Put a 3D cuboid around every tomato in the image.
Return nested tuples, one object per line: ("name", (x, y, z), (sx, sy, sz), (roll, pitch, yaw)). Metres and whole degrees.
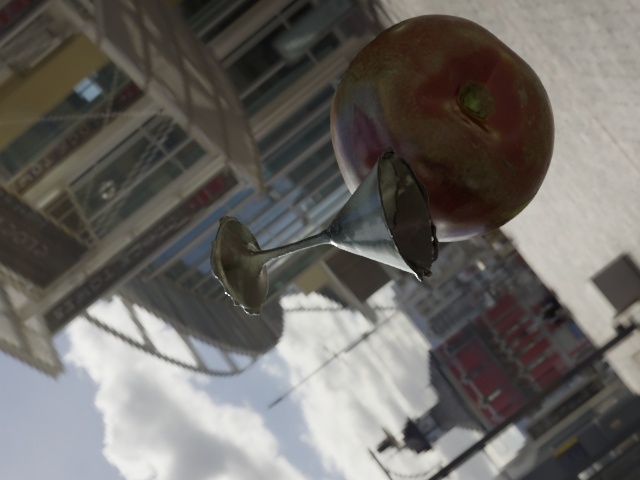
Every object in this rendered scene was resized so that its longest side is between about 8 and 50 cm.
("tomato", (0.135, -0.123, 1.282), (0.270, 0.270, 0.222), (52, 148, 0))

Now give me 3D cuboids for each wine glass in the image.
("wine glass", (0.000, 0.000, 0.953), (0.122, 0.183, 0.122), (48, -148, -44))
